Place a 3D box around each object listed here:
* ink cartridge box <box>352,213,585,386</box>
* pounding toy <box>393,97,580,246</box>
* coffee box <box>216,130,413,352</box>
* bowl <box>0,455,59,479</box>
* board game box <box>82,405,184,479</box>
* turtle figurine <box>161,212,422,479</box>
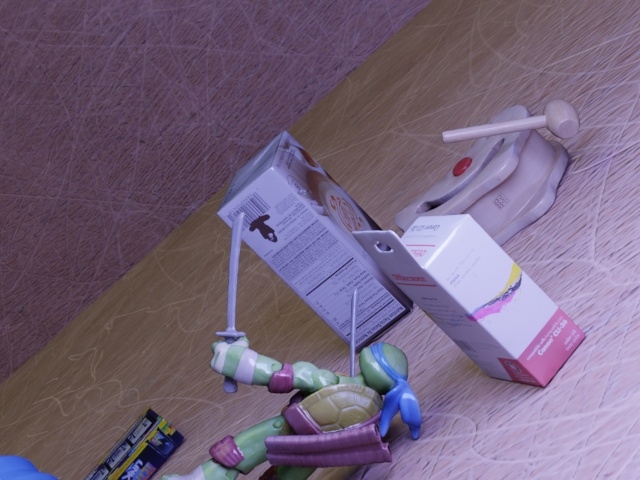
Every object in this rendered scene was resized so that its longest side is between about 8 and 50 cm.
[{"bbox_3d":[0.130,0.039,1.128,0.067,0.198,0.115,-49,14,-13],"label":"ink cartridge box"},{"bbox_3d":[0.184,-0.094,1.460,0.269,0.155,0.154,-39,19,25],"label":"pounding toy"},{"bbox_3d":[0.000,0.000,1.541,0.098,0.246,0.141,-39,15,20],"label":"coffee box"},{"bbox_3d":[-0.426,0.375,1.300,0.391,0.077,0.391,-42,-16,-15],"label":"bowl"},{"bbox_3d":[-0.285,0.333,1.857,0.170,0.048,0.141,-48,11,-11],"label":"board game box"},{"bbox_3d":[-0.038,0.167,1.289,0.266,0.274,0.198,-48,-22,9],"label":"turtle figurine"}]
